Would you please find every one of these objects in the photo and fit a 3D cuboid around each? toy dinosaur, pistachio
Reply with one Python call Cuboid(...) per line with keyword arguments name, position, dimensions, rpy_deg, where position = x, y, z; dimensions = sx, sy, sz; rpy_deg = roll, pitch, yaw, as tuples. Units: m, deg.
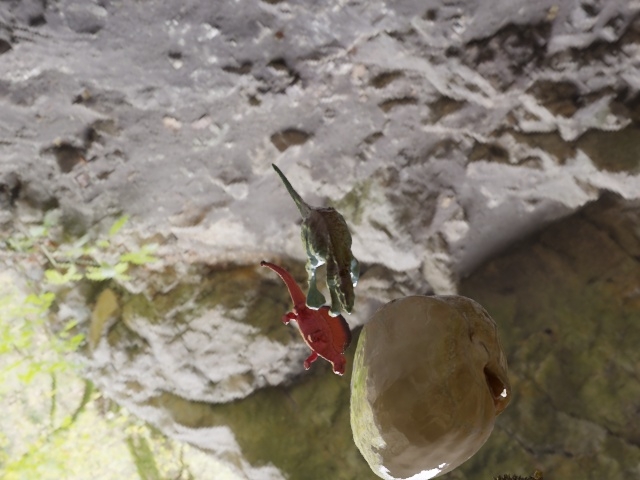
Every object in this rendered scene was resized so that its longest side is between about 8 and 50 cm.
Cuboid(name="toy dinosaur", position=(-0.008, 0.148, 1.739), dimensions=(0.139, 0.286, 0.070), rpy_deg=(-12, 155, -40))
Cuboid(name="pistachio", position=(0.146, 0.204, 1.179), dimensions=(0.230, 0.230, 0.309), rpy_deg=(-28, 151, -36))
Cuboid(name="toy dinosaur", position=(0.000, 0.000, 1.411), dimensions=(0.092, 0.393, 0.205), rpy_deg=(-12, 144, -6))

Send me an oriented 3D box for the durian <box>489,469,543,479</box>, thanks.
Cuboid(name="durian", position=(0.289, 0.390, 1.259), dimensions=(0.208, 0.146, 0.102), rpy_deg=(98, -1, -47))
